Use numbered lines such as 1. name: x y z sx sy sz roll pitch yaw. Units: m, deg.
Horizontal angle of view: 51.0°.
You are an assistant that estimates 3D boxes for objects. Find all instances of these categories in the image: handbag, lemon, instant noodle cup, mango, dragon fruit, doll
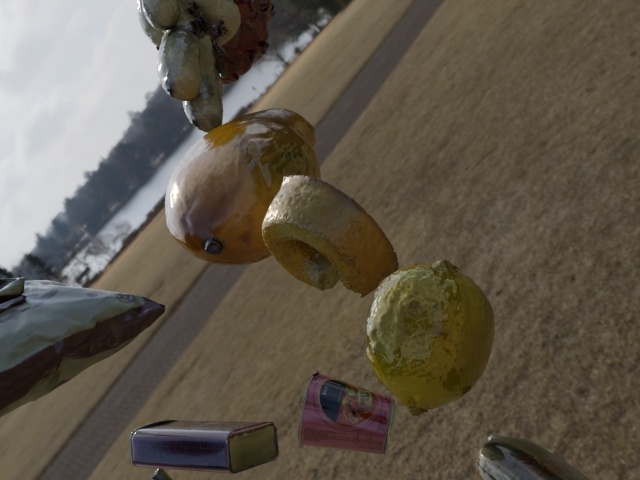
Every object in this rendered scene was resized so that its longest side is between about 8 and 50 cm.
1. handbag: -0.305 0.103 0.646 0.213 0.127 0.235 7 24 35
2. lemon: 0.218 0.196 1.389 0.321 0.268 0.268 -70 17 -1
3. instant noodle cup: 0.082 0.518 1.966 0.244 0.255 0.244 9 -90 -79
4. mango: -0.091 -0.073 0.820 0.187 0.144 0.359 -20 22 7
5. dragon fruit: -0.236 -0.477 1.523 0.299 0.244 0.244 -32 8 -25
6. doll: -0.176 -0.278 0.941 0.175 0.149 0.278 110 151 -52

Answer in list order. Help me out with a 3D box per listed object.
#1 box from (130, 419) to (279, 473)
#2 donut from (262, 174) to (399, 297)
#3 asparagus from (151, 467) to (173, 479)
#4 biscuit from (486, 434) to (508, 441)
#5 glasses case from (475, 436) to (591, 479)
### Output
1. box: -0.186 0.326 1.070 0.224 0.120 0.069 -10 81 37
2. donut: 0.000 0.000 0.474 0.043 0.097 0.108 -50 19 -23
3. asparagus: -0.118 0.263 0.662 0.015 0.114 0.014 -56 -3 23
4. biscuit: 0.501 0.535 1.541 0.250 0.133 0.032 50 127 58
5. glasses case: 0.434 0.464 1.118 0.425 0.156 0.098 32 115 56
